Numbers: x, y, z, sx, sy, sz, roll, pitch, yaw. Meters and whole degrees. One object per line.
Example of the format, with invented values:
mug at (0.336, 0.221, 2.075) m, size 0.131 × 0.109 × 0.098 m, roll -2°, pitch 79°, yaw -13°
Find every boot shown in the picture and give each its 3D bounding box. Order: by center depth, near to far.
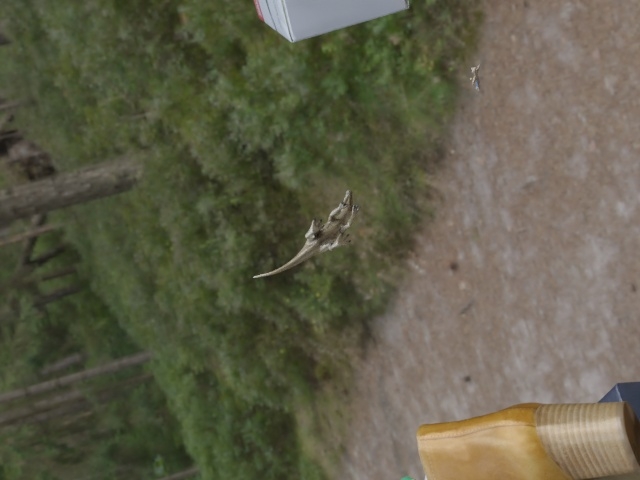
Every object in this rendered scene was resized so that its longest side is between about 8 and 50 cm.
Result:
boot at (0.229, 0.272, 0.863) m, size 0.295 × 0.211 × 0.104 m, roll 61°, pitch -147°, yaw -20°

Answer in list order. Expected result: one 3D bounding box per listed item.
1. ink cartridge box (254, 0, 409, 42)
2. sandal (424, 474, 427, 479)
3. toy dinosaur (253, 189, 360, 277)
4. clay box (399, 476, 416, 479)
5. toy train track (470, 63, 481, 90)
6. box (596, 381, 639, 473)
ink cartridge box at (0.003, -0.417, 1.452) m, size 0.273 × 0.197 × 0.114 m, roll -124°, pitch 18°, yaw -65°
sandal at (0.220, 0.430, 1.343) m, size 0.416 × 0.169 × 0.102 m, roll -41°, pitch -36°, yaw -66°
toy dinosaur at (0.000, 0.000, 1.189) m, size 0.053 × 0.183 × 0.092 m, roll 47°, pitch 158°, yaw -1°
clay box at (0.125, 0.358, 1.010) m, size 0.053 × 0.127 × 0.222 m, roll 55°, pitch 162°, yaw -23°
toy train track at (0.319, -0.334, 1.861) m, size 0.048 × 0.014 × 0.083 m, roll -69°, pitch -23°, yaw -13°
box at (0.520, 0.337, 1.266) m, size 0.312 × 0.343 × 0.179 m, roll 111°, pitch 154°, yaw -53°
